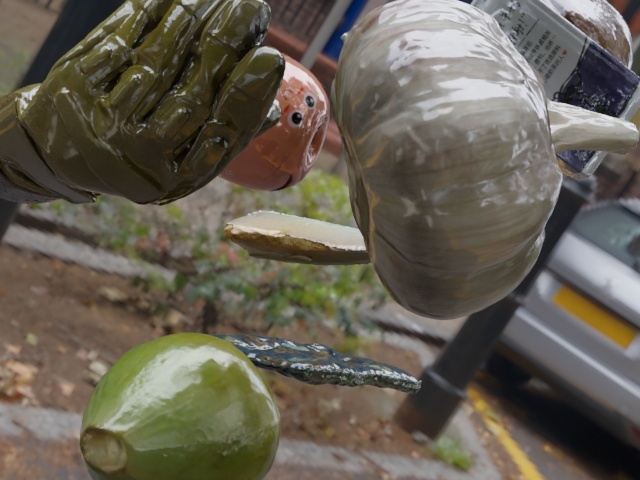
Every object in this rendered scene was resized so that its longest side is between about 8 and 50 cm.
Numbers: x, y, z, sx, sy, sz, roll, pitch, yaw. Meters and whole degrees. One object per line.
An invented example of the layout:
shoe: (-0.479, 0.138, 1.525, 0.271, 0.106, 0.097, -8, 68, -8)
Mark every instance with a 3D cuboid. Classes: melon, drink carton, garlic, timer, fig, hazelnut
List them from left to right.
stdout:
fig: (-0.164, 0.213, 1.333, 0.207, 0.207, 0.230, 37, 48, 27)
timer: (-0.098, -0.197, 1.998, 0.215, 0.230, 0.229, 27, 10, 5)
melon: (0.000, 0.000, 1.270, 0.182, 0.054, 0.098, 8, -2, 13)
garlic: (0.119, -0.067, 0.842, 0.212, 0.219, 0.218, -12, 21, -8)
drink carton: (0.251, -0.189, 1.428, 0.222, 0.134, 0.102, 36, 1, -11)
hazelnut: (0.287, -0.251, 1.604, 0.229, 0.229, 0.229, 31, 10, -6)

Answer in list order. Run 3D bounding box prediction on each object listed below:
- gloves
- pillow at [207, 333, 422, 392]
gloves: (-0.160, -0.098, 0.987, 0.331, 0.141, 0.154, -12, -54, 40)
pillow: (-0.012, 0.151, 1.534, 0.189, 0.034, 0.255, 16, 4, 39)
